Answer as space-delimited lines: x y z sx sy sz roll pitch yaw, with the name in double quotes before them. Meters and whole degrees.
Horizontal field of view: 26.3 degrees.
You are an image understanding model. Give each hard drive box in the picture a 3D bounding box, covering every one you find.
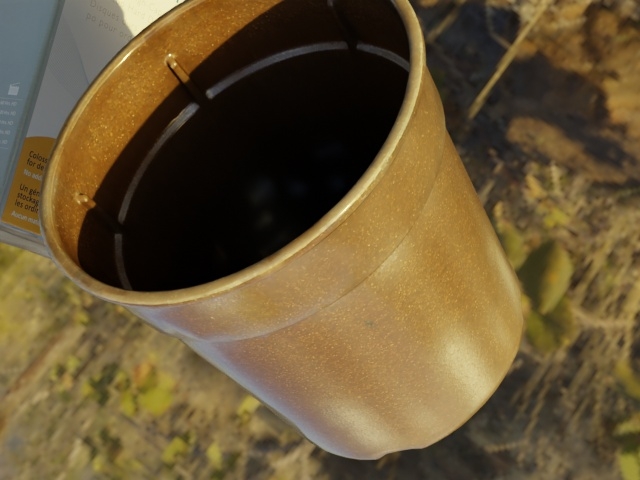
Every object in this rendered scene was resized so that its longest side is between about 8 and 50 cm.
"hard drive box" -0.123 -0.102 0.806 0.089 0.232 0.181 8 171 37

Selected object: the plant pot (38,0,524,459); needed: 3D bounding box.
"plant pot" 0.000 0.000 0.572 0.167 0.167 0.165 17 156 42
